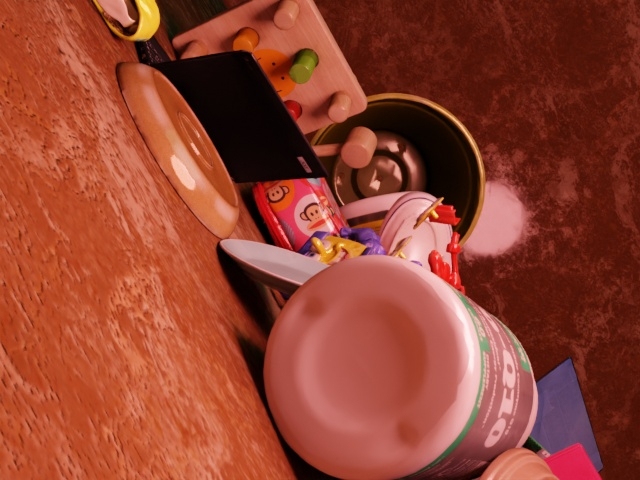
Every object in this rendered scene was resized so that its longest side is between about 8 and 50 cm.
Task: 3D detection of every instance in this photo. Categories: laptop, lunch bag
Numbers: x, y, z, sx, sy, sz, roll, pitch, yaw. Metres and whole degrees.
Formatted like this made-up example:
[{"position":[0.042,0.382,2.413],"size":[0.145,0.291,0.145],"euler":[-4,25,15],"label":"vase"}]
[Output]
[{"position":[-0.130,-0.205,1.187],"size":[0.234,0.137,0.264],"euler":[56,7,-43],"label":"laptop"},{"position":[0.508,0.548,1.896],"size":[0.407,0.237,0.381],"euler":[-82,152,-57],"label":"laptop"},{"position":[0.000,0.000,1.394],"size":[0.258,0.120,0.293],"euler":[61,5,-3],"label":"lunch bag"}]

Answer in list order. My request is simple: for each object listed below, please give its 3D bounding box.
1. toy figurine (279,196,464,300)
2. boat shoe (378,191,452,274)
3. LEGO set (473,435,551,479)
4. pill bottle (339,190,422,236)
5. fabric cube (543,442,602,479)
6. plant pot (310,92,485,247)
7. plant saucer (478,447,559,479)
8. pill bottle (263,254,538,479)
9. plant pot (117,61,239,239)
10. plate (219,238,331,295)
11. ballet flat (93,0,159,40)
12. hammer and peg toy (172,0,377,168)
[{"position":[0.022,0.085,1.155],"size":[0.362,0.217,0.191],"euler":[-49,136,-39],"label":"toy figurine"},{"position":[0.134,0.111,1.382],"size":[0.156,0.136,0.366],"euler":[-78,180,-72],"label":"boat shoe"},{"position":[0.257,0.416,1.534],"size":[0.331,0.192,0.254],"euler":[47,-23,40],"label":"LEGO set"},{"position":[0.138,0.089,1.596],"size":[0.188,0.188,0.333],"euler":[25,54,-81],"label":"pill bottle"},{"position":[0.348,0.506,1.233],"size":[0.254,0.259,0.258],"euler":[58,8,-31],"label":"fabric cube"},{"position":[0.140,-0.128,1.870],"size":[0.366,0.367,0.353],"euler":[60,3,-7],"label":"plant pot"},{"position":[0.198,0.351,0.870],"size":[0.278,0.041,0.277],"euler":[-5,97,-53],"label":"plant saucer"},{"position":[0.108,0.151,0.903],"size":[0.204,0.204,0.361],"euler":[63,15,24],"label":"pill bottle"},{"position":[-0.156,-0.110,1.006],"size":[0.236,0.032,0.236],"euler":[60,5,-10],"label":"plant pot"},{"position":[-0.027,0.040,0.971],"size":[0.188,0.024,0.188],"euler":[19,7,-3],"label":"plate"},{"position":[-0.264,-0.334,1.001],"size":[0.231,0.077,0.077],"euler":[60,22,-22],"label":"ballet flat"},{"position":[-0.065,-0.242,1.488],"size":[0.361,0.266,0.127],"euler":[58,28,-29],"label":"hammer and peg toy"}]
